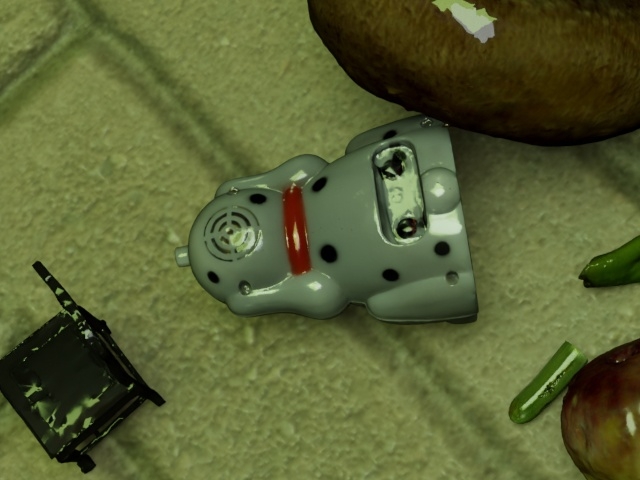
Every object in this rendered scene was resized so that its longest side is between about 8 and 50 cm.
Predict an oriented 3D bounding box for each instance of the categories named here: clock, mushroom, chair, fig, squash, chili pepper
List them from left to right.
[{"bbox_3d":[-0.224,0.110,1.332,0.113,0.229,0.106,-41,71,-3],"label":"chair"},{"bbox_3d":[0.003,0.000,1.338,0.254,0.189,0.189,-12,74,8],"label":"clock"},{"bbox_3d":[0.149,-0.196,1.296,0.345,0.345,0.239,36,98,18],"label":"mushroom"},{"bbox_3d":[0.194,0.126,1.340,0.027,0.027,0.083,41,89,19],"label":"squash"},{"bbox_3d":[0.321,0.009,1.330,0.201,0.052,0.050,-11,44,11],"label":"chili pepper"},{"bbox_3d":[0.311,0.192,1.255,0.159,0.159,0.257,-40,91,0],"label":"fig"}]
